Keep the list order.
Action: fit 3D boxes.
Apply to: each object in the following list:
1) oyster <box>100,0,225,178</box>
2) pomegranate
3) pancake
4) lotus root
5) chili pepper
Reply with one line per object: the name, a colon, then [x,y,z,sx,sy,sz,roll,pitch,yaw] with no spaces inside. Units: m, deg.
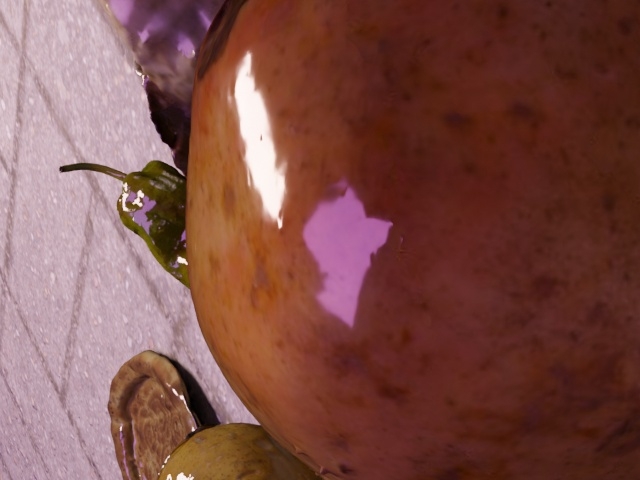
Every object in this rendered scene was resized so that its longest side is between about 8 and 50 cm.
oyster: [-0.008,-0.033,0.677,0.110,0.166,0.341,-108,6,-48]
pomegranate: [0.073,-0.014,0.482,0.281,0.281,0.281,35,132,49]
pancake: [-0.146,0.227,1.210,0.250,0.031,0.250,33,131,49]
lotus root: [-0.024,0.255,0.904,0.278,0.154,0.154,56,146,31]
chili pepper: [-0.119,-0.017,1.004,0.204,0.073,0.072,49,126,19]
